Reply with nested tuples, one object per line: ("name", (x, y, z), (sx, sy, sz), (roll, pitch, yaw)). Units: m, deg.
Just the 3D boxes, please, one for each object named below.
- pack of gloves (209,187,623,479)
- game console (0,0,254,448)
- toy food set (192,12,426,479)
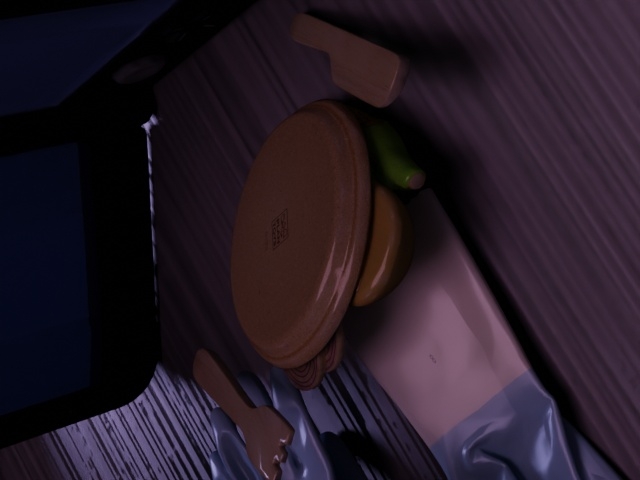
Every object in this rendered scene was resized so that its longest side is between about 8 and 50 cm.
("pack of gloves", (0.056, 0.124, 0.736), (0.195, 0.046, 0.232), (-43, 70, 29))
("game console", (-0.155, -0.003, 0.718), (0.250, 0.293, 0.173), (-30, 81, 48))
("toy food set", (0.000, 0.000, 0.724), (0.132, 0.038, 0.192), (41, 117, 60))
